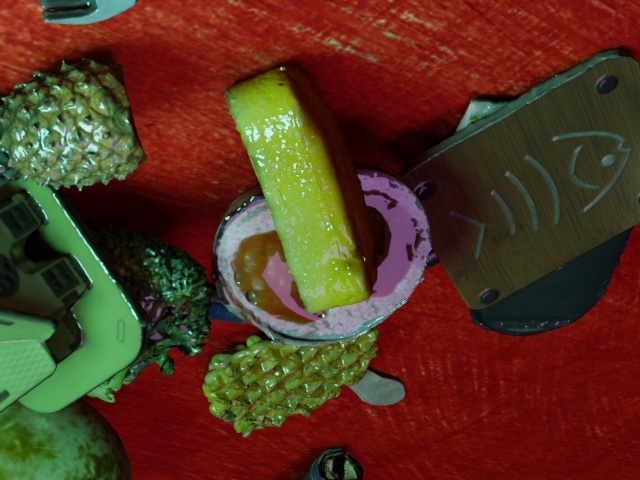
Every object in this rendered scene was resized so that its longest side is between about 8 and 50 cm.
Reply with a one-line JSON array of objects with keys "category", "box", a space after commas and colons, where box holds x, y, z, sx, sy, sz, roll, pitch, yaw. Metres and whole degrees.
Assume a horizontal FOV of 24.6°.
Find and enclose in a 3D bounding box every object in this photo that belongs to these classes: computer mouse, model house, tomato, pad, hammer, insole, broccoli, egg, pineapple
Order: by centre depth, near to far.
[{"category": "hammer", "box": [-0.218, -0.238, 1.109, 0.103, 0.029, 0.246, -27, 149, 15]}, {"category": "pineapple", "box": [-0.280, -0.080, 1.270, 0.251, 0.125, 0.125, -12, 152, 0]}, {"category": "model house", "box": [-0.330, 0.098, 1.319, 0.205, 0.218, 0.278, -34, -177, 34]}, {"category": "broccoli", "box": [-0.209, 0.075, 1.509, 0.198, 0.226, 0.176, 29, 85, -41]}, {"category": "tomato", "box": [0.000, 0.000, 1.529, 0.228, 0.112, 0.199, -18, 117, 4]}, {"category": "pad", "box": [0.247, -0.059, 1.617, 0.284, 0.018, 0.286, -30, 139, 5]}, {"category": "egg", "box": [-0.363, 0.286, 1.742, 0.289, 0.238, 0.238, 22, 133, -35]}, {"category": "computer mouse", "box": [0.276, 0.001, 1.767, 0.168, 0.087, 0.295, 2, 133, -22]}, {"category": "insole", "box": [0.072, 0.205, 2.084, 0.063, 0.010, 0.192, -28, 151, 18]}]

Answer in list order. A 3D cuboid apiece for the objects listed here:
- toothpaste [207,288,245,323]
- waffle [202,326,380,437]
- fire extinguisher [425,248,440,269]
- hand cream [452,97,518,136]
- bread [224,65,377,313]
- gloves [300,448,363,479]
[{"category": "toothpaste", "box": [-0.145, 0.070, 1.695, 0.197, 0.035, 0.057, 12, 131, -39]}, {"category": "waffle", "box": [-0.036, 0.169, 1.908, 0.237, 0.059, 0.243, -14, 151, -8]}, {"category": "fire extinguisher", "box": [0.108, 0.019, 1.740, 0.158, 0.043, 0.064, -30, 107, 21]}, {"category": "hand cream", "box": [0.160, -0.101, 1.566, 0.061, 0.039, 0.143, -1, 142, -26]}, {"category": "bread", "box": [-0.012, -0.047, 1.391, 0.094, 0.102, 0.245, -17, 111, 7]}, {"category": "gloves", "box": [-0.037, 0.434, 2.314, 0.119, 0.142, 0.285, 35, 127, -23]}]
